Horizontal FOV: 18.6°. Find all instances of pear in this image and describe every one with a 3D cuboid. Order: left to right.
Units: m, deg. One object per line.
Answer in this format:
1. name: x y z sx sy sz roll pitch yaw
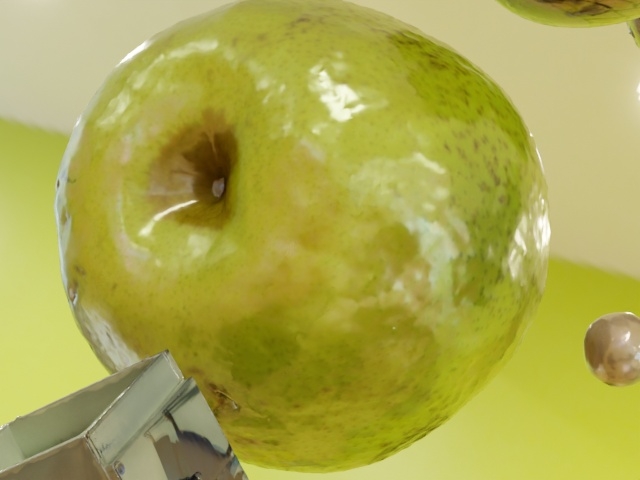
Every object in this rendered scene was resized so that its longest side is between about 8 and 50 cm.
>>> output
1. pear: 0.000 0.000 1.498 0.391 0.391 0.391 25 -20 10

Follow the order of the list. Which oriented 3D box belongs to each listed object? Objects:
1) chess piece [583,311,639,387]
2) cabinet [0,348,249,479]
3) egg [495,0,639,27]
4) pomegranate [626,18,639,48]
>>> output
1. chess piece: 0.338 0.070 1.409 0.307 0.139 0.124 -2 -51 -8
2. cabinet: -0.119 0.202 1.208 0.150 0.145 0.206 -24 -80 22
3. egg: 0.217 -0.264 1.499 0.196 0.196 0.271 33 -26 -12
4. pomegranate: 0.405 -0.254 1.746 0.281 0.281 0.281 25 -20 10
